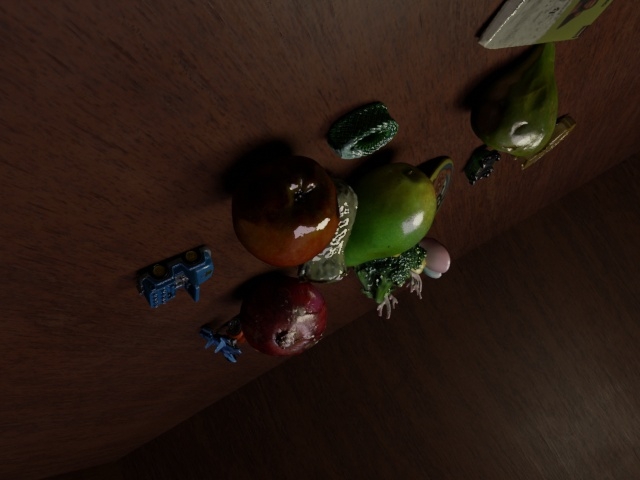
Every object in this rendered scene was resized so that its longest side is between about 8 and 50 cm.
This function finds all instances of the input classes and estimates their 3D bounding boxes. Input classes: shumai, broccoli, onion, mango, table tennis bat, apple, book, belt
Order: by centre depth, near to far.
[{"bbox_3d":[-0.068,-0.061,1.325,0.229,0.230,0.230,-27,164,-9],"label":"apple"},{"bbox_3d":[0.496,-0.490,1.328,0.352,0.035,0.239,-17,157,-36],"label":"book"},{"bbox_3d":[0.092,-0.217,1.376,0.151,0.079,0.121,-20,162,-27],"label":"belt"},{"bbox_3d":[0.005,-0.019,1.557,0.225,0.222,0.261,-26,164,-11],"label":"shumai"},{"bbox_3d":[0.147,-0.051,1.710,0.225,0.201,0.382,28,134,-20],"label":"mango"},{"bbox_3d":[0.291,-0.090,1.893,0.369,0.054,0.224,-50,155,-30],"label":"table tennis bat"},{"bbox_3d":[-0.114,0.236,2.047,0.276,0.276,0.276,-27,164,-9],"label":"onion"},{"bbox_3d":[0.197,0.061,2.088,0.264,0.295,0.246,3,120,-14],"label":"broccoli"}]

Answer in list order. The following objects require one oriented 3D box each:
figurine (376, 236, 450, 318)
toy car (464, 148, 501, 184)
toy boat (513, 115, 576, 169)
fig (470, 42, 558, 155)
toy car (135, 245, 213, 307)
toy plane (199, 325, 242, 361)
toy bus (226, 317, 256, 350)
[{"bbox_3d":[0.325,0.108,2.433,0.315,0.285,0.206,-7,153,-28],"label":"figurine"},{"bbox_3d":[0.496,-0.235,2.035,0.071,0.063,0.165,-27,164,-12],"label":"toy car"},{"bbox_3d":[0.743,-0.326,2.189,0.226,0.068,0.088,-42,165,28],"label":"toy boat"},{"bbox_3d":[0.485,-0.340,1.559,0.206,0.206,0.275,-6,128,-54],"label":"fig"},{"bbox_3d":[-0.331,0.098,1.556,0.191,0.100,0.097,-27,160,-24],"label":"toy car"},{"bbox_3d":[-0.321,0.365,2.262,0.078,0.169,0.246,-65,157,-16],"label":"toy plane"},{"bbox_3d":[-0.164,0.279,2.290,0.329,0.153,0.143,-33,162,20],"label":"toy bus"}]
